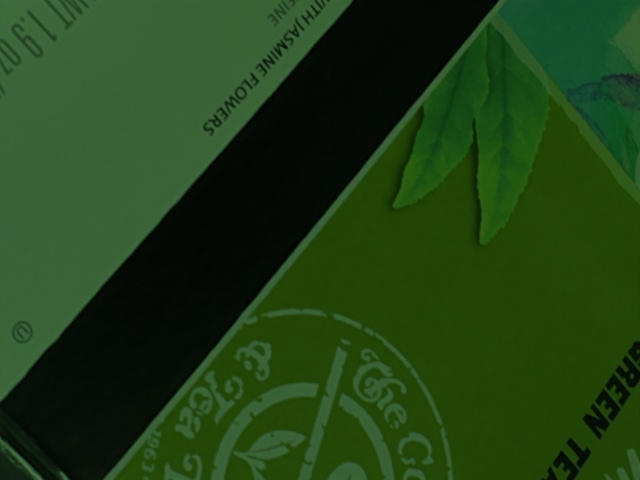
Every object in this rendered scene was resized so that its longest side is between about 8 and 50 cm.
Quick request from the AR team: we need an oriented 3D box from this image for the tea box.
[{"bbox_3d":[0.000,0.000,0.645,0.329,0.323,0.220,-52,22,-27],"label":"tea box"}]
